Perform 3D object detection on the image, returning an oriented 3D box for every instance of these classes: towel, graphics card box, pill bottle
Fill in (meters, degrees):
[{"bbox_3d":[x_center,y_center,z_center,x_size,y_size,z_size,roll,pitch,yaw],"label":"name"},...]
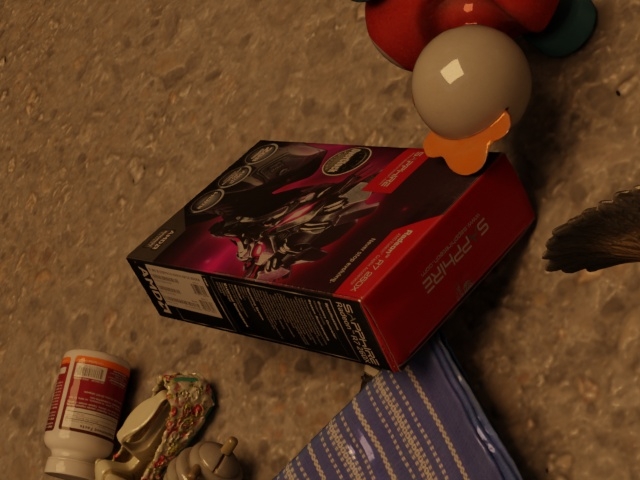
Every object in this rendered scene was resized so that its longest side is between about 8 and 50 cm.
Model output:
[{"bbox_3d":[0.045,0.265,1.112,0.336,0.040,0.243,-48,47,25],"label":"towel"},{"bbox_3d":[0.000,0.000,1.229,0.371,0.094,0.233,8,43,48],"label":"graphics card box"},{"bbox_3d":[-0.288,0.215,1.479,0.086,0.086,0.152,-9,63,42],"label":"pill bottle"}]

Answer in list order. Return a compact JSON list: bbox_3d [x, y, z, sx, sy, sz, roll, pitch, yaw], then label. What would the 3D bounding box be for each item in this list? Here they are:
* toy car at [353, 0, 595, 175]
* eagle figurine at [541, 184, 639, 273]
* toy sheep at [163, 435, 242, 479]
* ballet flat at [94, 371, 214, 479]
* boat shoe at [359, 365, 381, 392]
[{"bbox_3d":[0.129,-0.171,1.166,0.210,0.219,0.238,-12,60,41],"label":"toy car"},{"bbox_3d":[0.350,-0.001,0.889,0.298,0.225,0.226,-43,54,5],"label":"eagle figurine"},{"bbox_3d":[-0.126,0.259,1.291,0.132,0.091,0.091,-48,43,22],"label":"toy sheep"},{"bbox_3d":[-0.213,0.248,1.393,0.091,0.077,0.241,37,97,48],"label":"ballet flat"},{"bbox_3d":[0.086,0.156,1.166,0.125,0.046,0.038,22,98,39],"label":"boat shoe"}]
